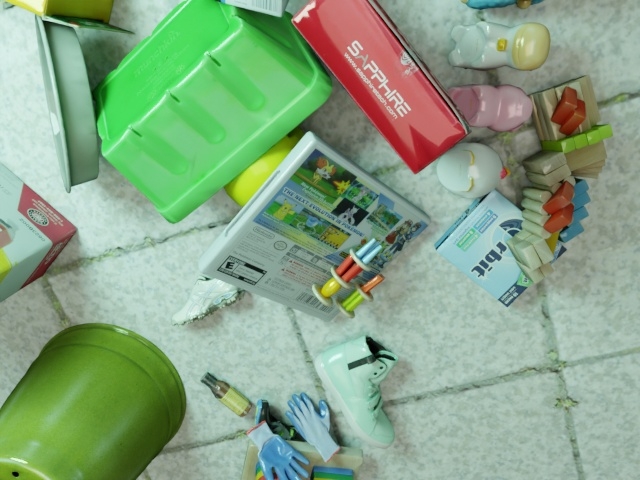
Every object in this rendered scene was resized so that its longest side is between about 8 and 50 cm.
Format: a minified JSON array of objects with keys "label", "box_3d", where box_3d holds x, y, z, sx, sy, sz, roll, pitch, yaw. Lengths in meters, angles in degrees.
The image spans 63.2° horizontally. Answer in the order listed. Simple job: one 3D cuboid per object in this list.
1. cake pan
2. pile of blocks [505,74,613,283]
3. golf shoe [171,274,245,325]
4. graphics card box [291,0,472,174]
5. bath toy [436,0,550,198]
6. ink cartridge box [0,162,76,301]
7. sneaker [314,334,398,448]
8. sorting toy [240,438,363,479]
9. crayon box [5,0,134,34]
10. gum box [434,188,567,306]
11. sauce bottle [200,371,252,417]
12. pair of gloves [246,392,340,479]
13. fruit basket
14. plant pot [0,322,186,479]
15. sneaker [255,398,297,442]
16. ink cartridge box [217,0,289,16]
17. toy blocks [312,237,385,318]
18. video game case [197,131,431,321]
[{"label":"cake pan","box_3d":[-0.430,-0.228,0.885,0.054,0.293,0.294,-11,112,-28]},{"label":"pile of blocks","box_3d":[0.418,-0.096,0.875,0.148,0.113,0.363,4,102,-1]},{"label":"golf shoe","box_3d":[-0.245,0.117,1.086,0.176,0.069,0.086,-28,84,12]},{"label":"graphics card box","box_3d":[0.085,-0.241,0.752,0.094,0.371,0.233,-39,102,17]},{"label":"bath toy","box_3d":[0.291,-0.241,0.867,0.151,0.128,0.349,25,116,45]},{"label":"ink cartridge box","box_3d":[-0.671,-0.003,0.909,0.279,0.385,0.160,44,108,-9]},{"label":"sneaker","box_3d":[0.117,0.316,1.085,0.151,0.094,0.256,-32,101,22]},{"label":"sorting toy","box_3d":[-0.053,0.574,1.161,0.255,0.089,0.257,9,118,-8]},{"label":"crayon box","box_3d":[-0.479,-0.432,0.839,0.318,0.202,0.081,22,110,-3]},{"label":"gum box","box_3d":[0.338,0.012,0.987,0.184,0.041,0.157,37,108,-6]},{"label":"sauce bottle","box_3d":[-0.212,0.342,1.163,0.128,0.042,0.042,42,108,-6]},{"label":"pair of gloves","box_3d":[-0.050,0.422,1.104,0.159,0.198,0.023,51,149,14]},{"label":"fruit basket","box_3d":[-0.138,-0.191,0.895,0.391,0.283,0.392,-17,146,-12]},{"label":"plant pot","box_3d":[-0.511,0.415,1.055,0.365,0.353,0.367,2,110,6]},{"label":"sneaker","box_3d":[-0.096,0.428,1.171,0.078,0.067,0.188,-19,111,6]},{"label":"ink cartridge box","box_3d":[-0.090,-0.469,0.768,0.165,0.333,0.065,15,149,3]},{"label":"toy blocks","box_3d":[0.075,0.068,0.964,0.148,0.054,0.123,-44,132,15]},{"label":"video game case","box_3d":[0.000,0.000,0.933,0.328,0.036,0.300,28,114,-40]}]
